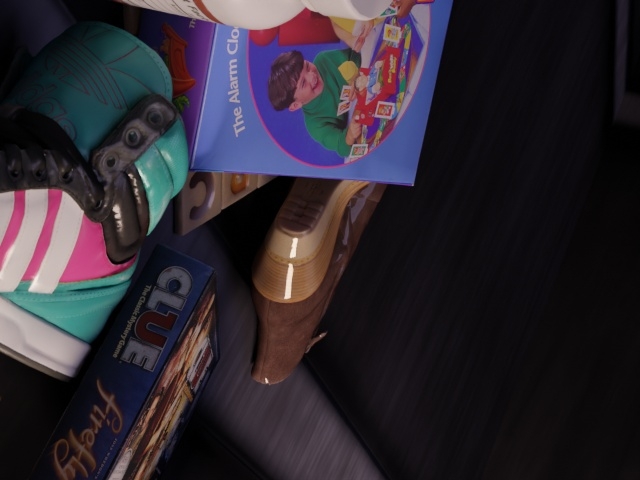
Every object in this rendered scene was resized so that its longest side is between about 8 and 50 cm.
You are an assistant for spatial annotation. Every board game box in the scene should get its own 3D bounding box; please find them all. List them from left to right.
[{"bbox_3d":[-0.123,0.117,0.673,0.243,0.042,0.165,104,11,-70],"label":"board game box"},{"bbox_3d":[0.003,-0.219,0.683,0.233,0.078,0.347,0,106,-47],"label":"board game box"}]

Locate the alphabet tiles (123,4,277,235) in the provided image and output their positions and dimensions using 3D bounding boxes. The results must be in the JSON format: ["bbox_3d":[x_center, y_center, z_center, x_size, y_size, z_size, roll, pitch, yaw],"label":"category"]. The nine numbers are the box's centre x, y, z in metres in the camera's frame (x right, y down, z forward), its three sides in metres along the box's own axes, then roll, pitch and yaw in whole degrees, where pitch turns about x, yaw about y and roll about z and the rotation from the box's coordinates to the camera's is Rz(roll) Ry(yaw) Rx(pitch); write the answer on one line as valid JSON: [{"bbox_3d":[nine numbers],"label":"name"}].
[{"bbox_3d":[-0.061,-0.187,0.756,0.285,0.011,0.342,-39,139,-54],"label":"alphabet tiles"}]

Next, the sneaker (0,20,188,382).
[{"bbox_3d":[-0.157,-0.046,0.485,0.178,0.124,0.295,-62,163,-14],"label":"sneaker"}]

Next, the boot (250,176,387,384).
[{"bbox_3d":[0.000,0.000,0.963,0.248,0.090,0.207,-53,162,-43],"label":"boot"}]

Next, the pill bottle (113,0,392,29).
[{"bbox_3d":[-0.065,-0.176,0.493,0.121,0.216,0.121,-46,145,-48],"label":"pill bottle"}]
